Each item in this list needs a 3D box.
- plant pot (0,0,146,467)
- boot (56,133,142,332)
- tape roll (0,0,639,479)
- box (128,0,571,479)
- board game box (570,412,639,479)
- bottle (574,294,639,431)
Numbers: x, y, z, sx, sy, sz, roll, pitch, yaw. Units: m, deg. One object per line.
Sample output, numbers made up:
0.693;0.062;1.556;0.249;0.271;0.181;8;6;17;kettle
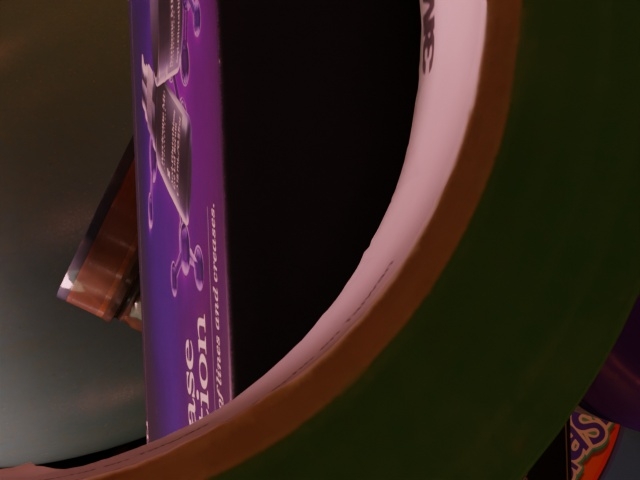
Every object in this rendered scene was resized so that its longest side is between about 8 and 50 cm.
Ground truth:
-0.160;-0.008;0.991;0.293;0.235;0.293;46;151;35;plant pot
-0.018;-0.036;0.722;0.106;0.219;0.082;27;143;-5;boot
-0.079;-0.055;0.406;0.321;0.321;0.077;46;172;-3;tape roll
0.000;0.000;0.559;0.184;0.103;0.261;-174;81;-79;box
0.143;0.176;0.968;0.210;0.160;0.047;46;171;-7;board game box
0.082;0.005;0.683;0.118;0.092;0.283;53;171;-6;bottle
